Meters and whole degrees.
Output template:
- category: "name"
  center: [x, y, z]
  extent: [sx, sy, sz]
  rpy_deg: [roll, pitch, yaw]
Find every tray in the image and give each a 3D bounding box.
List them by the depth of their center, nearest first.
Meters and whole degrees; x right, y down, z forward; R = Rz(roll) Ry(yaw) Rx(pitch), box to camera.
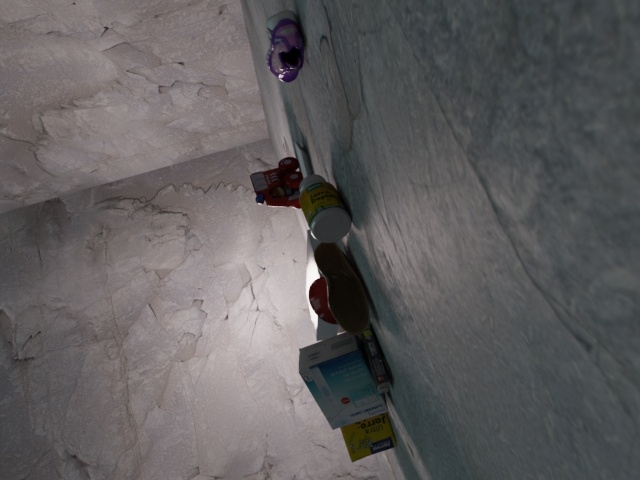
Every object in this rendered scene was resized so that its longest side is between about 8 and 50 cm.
- category: "tray"
  center: [-0.050, -0.262, 1.749]
  extent: [0.145, 0.030, 0.270]
  rpy_deg: [-115, 9, -59]

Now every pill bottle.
- category: "pill bottle"
  center: [0.005, -0.100, 1.238]
  extent: [0.208, 0.118, 0.117]
  rpy_deg: [-112, 7, -46]

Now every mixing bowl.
- category: "mixing bowl"
  center: [0.059, 0.186, 1.475]
  extent: [0.098, 0.182, 0.181]
  rpy_deg: [-47, 54, 47]

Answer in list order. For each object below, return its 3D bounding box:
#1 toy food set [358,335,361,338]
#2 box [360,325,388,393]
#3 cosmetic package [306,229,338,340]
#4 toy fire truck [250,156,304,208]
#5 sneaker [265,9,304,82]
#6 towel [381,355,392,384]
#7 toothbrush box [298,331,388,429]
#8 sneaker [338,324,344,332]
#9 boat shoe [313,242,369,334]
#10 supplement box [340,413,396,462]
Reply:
- category: "toy food set"
  center: [0.126, 0.312, 1.604]
  extent: [0.192, 0.039, 0.132]
  rpy_deg: [43, 157, 25]
- category: "box"
  center: [0.172, 0.377, 1.393]
  extent: [0.114, 0.036, 0.206]
  rpy_deg: [78, 177, -55]
- category: "cosmetic package"
  center: [0.006, 0.182, 1.777]
  extent: [0.284, 0.098, 0.376]
  rpy_deg: [-110, 18, -49]
- category: "toy fire truck"
  center: [-0.205, -0.262, 2.120]
  extent: [0.169, 0.254, 0.302]
  rpy_deg: [78, 173, -46]
- category: "sneaker"
  center: [-0.085, -0.479, 1.130]
  extent: [0.236, 0.095, 0.104]
  rpy_deg: [102, 143, -77]
- category: "towel"
  center: [0.208, 0.407, 1.349]
  extent: [0.060, 0.010, 0.083]
  rpy_deg: [-115, 9, -51]
- category: "toothbrush box"
  center: [0.080, 0.483, 1.487]
  extent: [0.126, 0.217, 0.295]
  rpy_deg: [-95, -18, -64]
- category: "sneaker"
  center: [0.070, 0.276, 1.995]
  extent: [0.129, 0.111, 0.297]
  rpy_deg: [107, 150, -44]
- category: "boat shoe"
  center: [0.086, 0.150, 1.359]
  extent: [0.123, 0.123, 0.341]
  rpy_deg: [33, -156, -48]
- category: "supplement box"
  center: [0.170, 0.756, 1.864]
  extent: [0.356, 0.194, 0.195]
  rpy_deg: [172, 80, -84]
